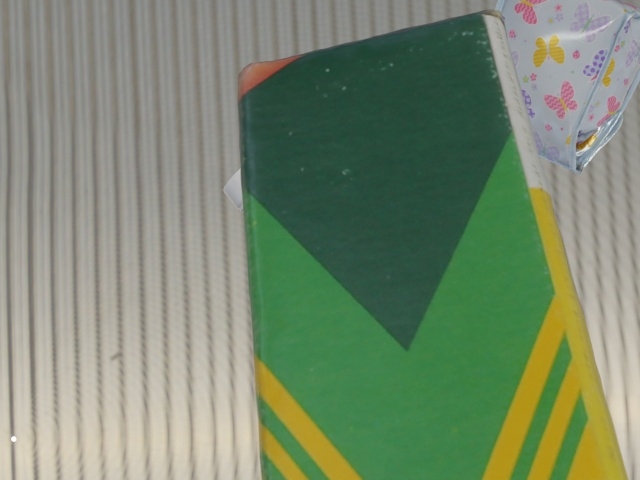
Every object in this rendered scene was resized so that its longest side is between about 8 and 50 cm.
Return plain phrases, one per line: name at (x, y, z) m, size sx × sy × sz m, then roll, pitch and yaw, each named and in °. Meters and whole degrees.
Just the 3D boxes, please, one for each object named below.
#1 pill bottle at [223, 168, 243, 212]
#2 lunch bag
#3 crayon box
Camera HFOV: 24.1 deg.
pill bottle at (0.000, 0.000, 1.234) m, size 0.094 × 0.094 × 0.169 m, roll -40°, pitch 84°, yaw -14°
lunch bag at (0.114, -0.083, 0.722) m, size 0.071 × 0.053 × 0.083 m, roll 32°, pitch 108°, yaw 31°
crayon box at (0.045, 0.120, 0.376) m, size 0.081 × 0.202 × 0.318 m, roll -12°, pitch 44°, yaw 5°
